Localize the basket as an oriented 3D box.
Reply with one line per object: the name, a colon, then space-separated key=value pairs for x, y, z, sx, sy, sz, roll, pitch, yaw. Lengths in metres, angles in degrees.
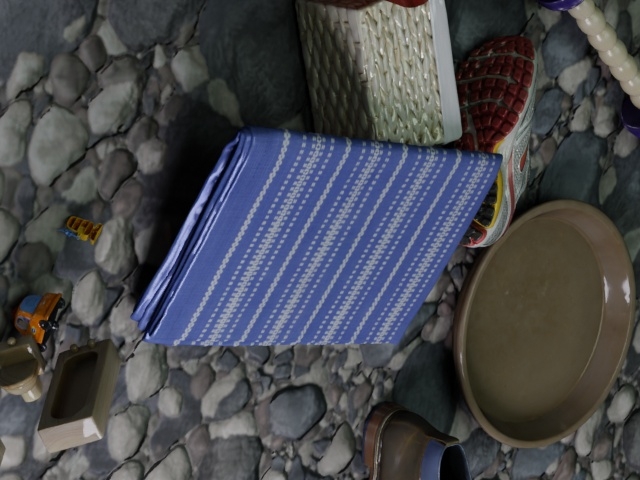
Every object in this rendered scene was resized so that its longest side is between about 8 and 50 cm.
basket: x=0.054 y=-0.166 z=1.862 sx=0.103 sy=0.113 sz=0.167 roll=-25 pitch=115 yaw=-32

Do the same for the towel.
towel: x=0.000 y=0.000 z=1.841 sx=0.336 sy=0.040 sz=0.243 roll=3 pitch=126 yaw=-43

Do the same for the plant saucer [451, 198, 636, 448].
plant saucer: x=0.240 y=0.089 z=2.133 sx=0.278 sy=0.041 sz=0.278 roll=-12 pitch=108 yaw=-38

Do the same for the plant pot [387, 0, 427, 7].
plant pot: x=0.053 y=-0.368 z=1.734 sx=0.267 sy=0.267 sz=0.236 roll=-44 pitch=137 yaw=-24

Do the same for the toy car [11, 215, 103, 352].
toy car: x=-0.236 y=0.037 z=1.723 sx=0.040 sy=0.060 sz=0.122 roll=23 pitch=61 yaw=1

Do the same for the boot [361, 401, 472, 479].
boot: x=0.100 y=0.283 z=2.012 sx=0.082 sy=0.106 sz=0.219 roll=-19 pitch=112 yaw=-36

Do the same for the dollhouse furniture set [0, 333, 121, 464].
dollhouse furniture set: x=-0.267 y=0.110 z=1.622 sx=0.144 sy=0.151 sz=0.123 roll=-84 pitch=156 yaw=-59

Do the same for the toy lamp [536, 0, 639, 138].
toy lamp: x=0.327 y=-0.194 z=2.115 sx=0.080 sy=0.080 sz=0.275 roll=-56 pitch=130 yaw=-16

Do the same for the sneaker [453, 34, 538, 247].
sneaker: x=0.176 y=-0.102 z=2.017 sx=0.092 sy=0.088 sz=0.225 roll=14 pitch=91 yaw=-62
